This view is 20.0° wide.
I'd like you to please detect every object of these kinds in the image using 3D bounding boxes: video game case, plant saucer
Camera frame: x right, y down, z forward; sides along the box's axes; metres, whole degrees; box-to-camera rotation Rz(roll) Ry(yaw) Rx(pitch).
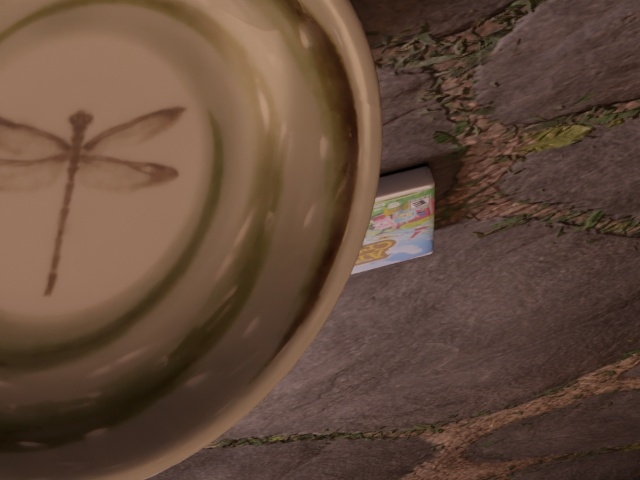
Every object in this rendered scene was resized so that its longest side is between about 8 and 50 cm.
[{"bbox_3d":[0.000,0.000,1.650,0.212,0.023,0.193,-15,161,-2],"label":"video game case"},{"bbox_3d":[-0.147,-0.032,1.122,0.400,0.100,0.400,-17,122,-30],"label":"plant saucer"}]
